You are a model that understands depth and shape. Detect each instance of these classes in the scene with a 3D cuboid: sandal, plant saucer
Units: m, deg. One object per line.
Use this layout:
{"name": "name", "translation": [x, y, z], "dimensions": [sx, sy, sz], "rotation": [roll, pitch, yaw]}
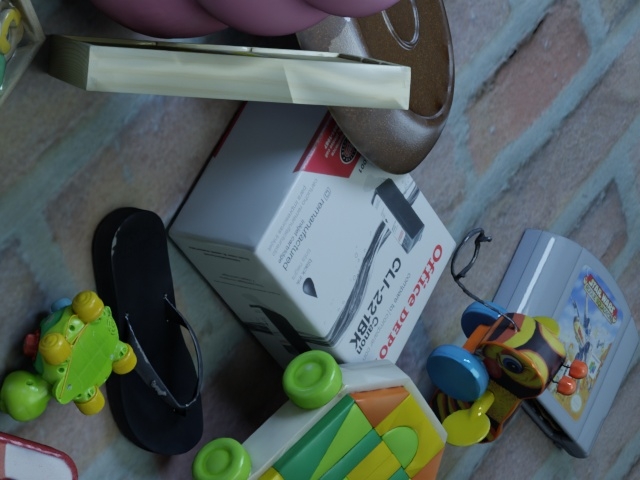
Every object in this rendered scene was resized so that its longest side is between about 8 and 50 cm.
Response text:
{"name": "sandal", "translation": [-0.151, 0.094, 1.752], "dimensions": [0.097, 0.054, 0.254], "rotation": [-38, 128, -40]}
{"name": "plant saucer", "translation": [0.056, -0.217, 1.826], "dimensions": [0.310, 0.050, 0.310], "rotation": [40, 42, -49]}

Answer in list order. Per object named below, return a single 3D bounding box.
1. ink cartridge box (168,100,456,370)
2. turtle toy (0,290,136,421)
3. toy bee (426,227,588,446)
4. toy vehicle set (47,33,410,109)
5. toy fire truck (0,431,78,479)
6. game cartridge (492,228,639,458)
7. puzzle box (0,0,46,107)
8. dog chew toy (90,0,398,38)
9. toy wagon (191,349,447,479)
{"name": "ink cartridge box", "translation": [0.000, 0.000, 1.873], "dimensions": [0.197, 0.114, 0.273], "rotation": [-61, 141, -22]}
{"name": "turtle toy", "translation": [-0.223, 0.103, 1.653], "dimensions": [0.130, 0.066, 0.095], "rotation": [-53, 137, -28]}
{"name": "toy bee", "translation": [0.196, 0.142, 2.058], "dimensions": [0.195, 0.162, 0.298], "rotation": [-56, 161, -13]}
{"name": "toy vehicle set", "translation": [-0.079, -0.140, 1.588], "dimensions": [0.267, 0.166, 0.035], "rotation": [2, 99, -18]}
{"name": "toy fire truck", "translation": [-0.316, 0.293, 1.530], "dimensions": [0.254, 0.169, 0.302], "rotation": [21, 82, -34]}
{"name": "game cartridge", "translation": [0.298, 0.120, 2.351], "dimensions": [0.198, 0.062, 0.297], "rotation": [-60, 140, -15]}
{"name": "puzzle box", "translation": [-0.327, -0.157, 1.339], "dimensions": [0.272, 0.052, 0.409], "rotation": [-60, 161, -21]}
{"name": "dog chew toy", "translation": [-0.054, -0.254, 1.546], "dimensions": [0.206, 0.332, 0.206], "rotation": [-21, 117, -48]}
{"name": "toy wagon", "translation": [-0.027, 0.271, 1.865], "dimensions": [0.344, 0.068, 0.267], "rotation": [-44, 136, -10]}
